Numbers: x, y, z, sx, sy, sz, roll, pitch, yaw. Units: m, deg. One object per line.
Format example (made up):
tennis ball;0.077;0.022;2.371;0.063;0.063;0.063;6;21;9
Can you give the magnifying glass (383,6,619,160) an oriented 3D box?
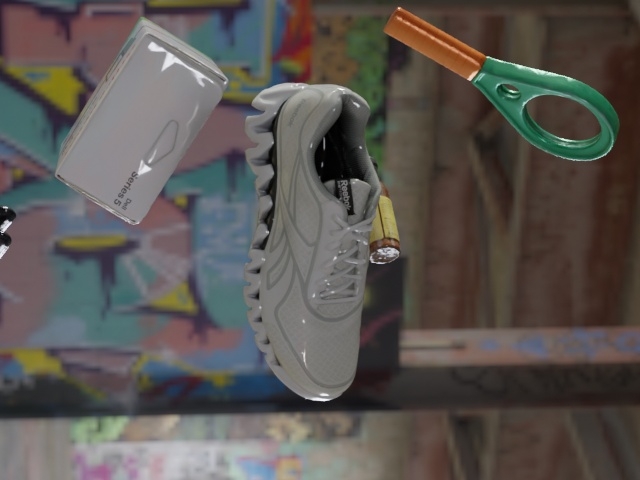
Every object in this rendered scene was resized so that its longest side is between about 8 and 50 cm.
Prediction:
magnifying glass;0.162;-0.141;1.467;0.026;0.231;0.092;-63;-174;-31

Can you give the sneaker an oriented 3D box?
sneaker;0.000;0.000;1.472;0.118;0.110;0.292;-3;-88;51

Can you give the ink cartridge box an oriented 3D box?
ink cartridge box;-0.214;-0.148;1.945;0.198;0.115;0.273;-57;-168;5

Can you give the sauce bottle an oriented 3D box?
sauce bottle;0.062;-0.036;1.849;0.042;0.042;0.128;97;-13;-57

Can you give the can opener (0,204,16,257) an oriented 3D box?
can opener;-0.325;0.018;1.501;0.186;0.073;0.059;-24;-120;51
